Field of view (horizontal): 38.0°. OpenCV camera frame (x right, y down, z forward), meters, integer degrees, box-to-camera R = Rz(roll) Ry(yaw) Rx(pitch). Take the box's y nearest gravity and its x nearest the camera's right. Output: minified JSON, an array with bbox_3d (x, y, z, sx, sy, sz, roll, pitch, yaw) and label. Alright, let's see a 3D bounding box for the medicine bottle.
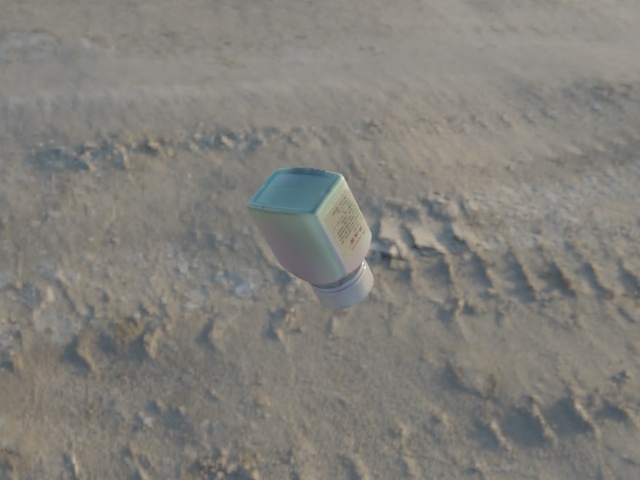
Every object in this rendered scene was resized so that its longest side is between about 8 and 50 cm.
[{"bbox_3d":[0.000,0.000,0.765,0.074,0.118,0.055,6,48,38],"label":"medicine bottle"}]
